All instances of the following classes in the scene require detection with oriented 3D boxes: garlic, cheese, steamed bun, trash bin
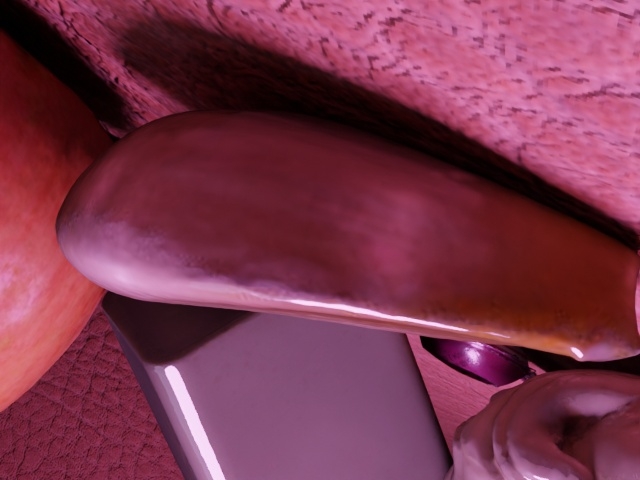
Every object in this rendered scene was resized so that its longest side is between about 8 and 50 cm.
[{"bbox_3d":[-0.005,-0.002,0.460,0.318,0.112,0.143,18,178,24],"label":"garlic"},{"bbox_3d":[0.125,0.085,0.691,0.145,0.038,0.095,28,172,-21],"label":"cheese"},{"bbox_3d":[0.188,0.158,0.603,0.211,0.144,0.218,15,134,21],"label":"steamed bun"},{"bbox_3d":[-0.021,0.112,0.633,0.122,0.164,0.241,37,153,52],"label":"trash bin"}]

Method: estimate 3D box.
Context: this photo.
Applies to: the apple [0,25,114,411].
[{"bbox_3d":[-0.325,-0.015,0.618,0.363,0.364,0.364,29,169,6],"label":"apple"}]
